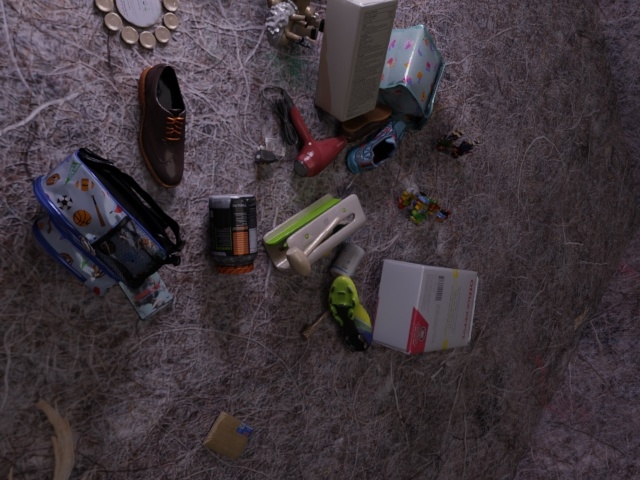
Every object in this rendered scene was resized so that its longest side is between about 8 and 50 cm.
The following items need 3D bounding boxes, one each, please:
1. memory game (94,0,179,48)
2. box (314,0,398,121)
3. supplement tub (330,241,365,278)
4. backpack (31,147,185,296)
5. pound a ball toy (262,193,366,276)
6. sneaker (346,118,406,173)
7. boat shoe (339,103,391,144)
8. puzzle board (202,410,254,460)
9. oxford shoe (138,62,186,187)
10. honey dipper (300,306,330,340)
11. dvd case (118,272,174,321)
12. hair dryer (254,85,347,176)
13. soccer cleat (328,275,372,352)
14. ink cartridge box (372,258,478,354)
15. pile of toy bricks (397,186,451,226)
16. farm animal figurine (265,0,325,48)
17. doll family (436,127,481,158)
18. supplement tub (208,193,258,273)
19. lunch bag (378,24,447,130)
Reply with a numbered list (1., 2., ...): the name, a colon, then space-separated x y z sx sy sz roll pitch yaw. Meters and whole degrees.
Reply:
1. memory game: -0.397 -0.515 1.034 0.186 0.012 0.186 -6 100 -38
2. box: 0.089 -0.497 1.265 0.148 0.121 0.311 -29 145 -34
3. supplement tub: 0.083 0.067 1.455 0.071 0.071 0.107 45 67 -33
4. backpack: -0.426 -0.041 0.928 0.213 0.276 0.264 -37 114 -15
5. pound a ball toy: 0.000 0.000 1.291 0.319 0.208 0.136 -37 116 -31
6. sneaker: 0.205 -0.291 1.475 0.262 0.125 0.104 -46 121 -25
7. boat shoe: 0.134 -0.355 1.454 0.207 0.073 0.073 -30 151 -29
8. puzzle board: -0.247 0.528 1.281 0.128 0.011 0.096 43 67 -35
9. oxford shoe: -0.345 -0.251 1.051 0.096 0.098 0.272 -15 104 -37
10. honey dipper: 0.002 0.239 1.438 0.160 0.030 0.031 -42 119 -31
11. dvd case: -0.405 0.116 1.101 0.087 0.013 0.120 -37 117 -30
12. hair dryer: -0.038 -0.288 1.308 0.293 0.080 0.224 10 88 -40
13. soccer cleat: 0.095 0.217 1.472 0.121 0.093 0.289 -65 142 -54
14. ink cartridge box: 0.367 0.223 1.624 0.384 0.160 0.280 9 90 -46
15. pile of toy bricks: 0.355 -0.098 1.648 0.212 0.118 0.105 13 119 -48
16. farm animal figurine: -0.052 -0.659 1.178 0.330 0.172 0.327 -54 162 -61
17. doll family: 0.492 -0.343 1.718 0.192 0.111 0.076 21 48 -27
18. supplement tub: -0.214 -0.018 1.174 0.116 0.117 0.191 -6 100 -38
19. lunch bag: 0.299 -0.505 1.510 0.262 0.160 0.224 32 71 -48
